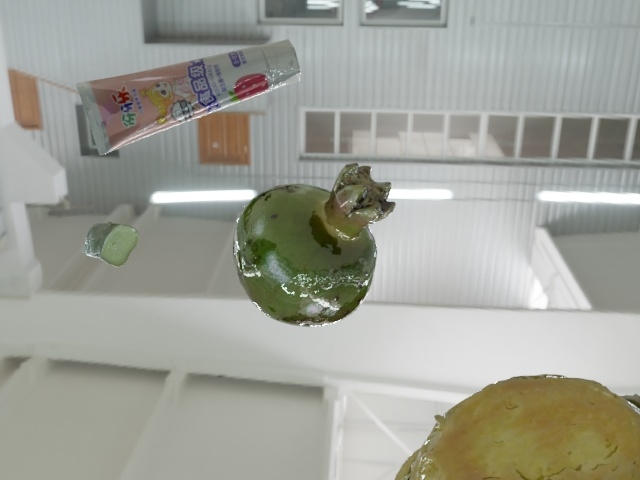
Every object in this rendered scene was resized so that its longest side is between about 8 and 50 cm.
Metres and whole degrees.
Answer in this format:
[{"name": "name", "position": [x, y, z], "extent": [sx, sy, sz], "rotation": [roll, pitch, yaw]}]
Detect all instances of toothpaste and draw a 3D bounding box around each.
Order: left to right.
[{"name": "toothpaste", "position": [-0.116, -0.138, 0.681], "extent": [0.194, 0.067, 0.043], "rotation": [-19, -179, -9]}]

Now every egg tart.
[{"name": "egg tart", "position": [0.228, 0.264, 0.776], "extent": [0.388, 0.169, 0.388], "rotation": [-18, -156, 8]}]

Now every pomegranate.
[{"name": "pomegranate", "position": [0.000, 0.000, 0.557], "extent": [0.114, 0.142, 0.114], "rotation": [26, -138, -26]}]

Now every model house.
[{"name": "model house", "position": [-0.383, 0.001, 1.361], "extent": [0.083, 0.078, 0.066], "rotation": [12, 163, 45]}]
